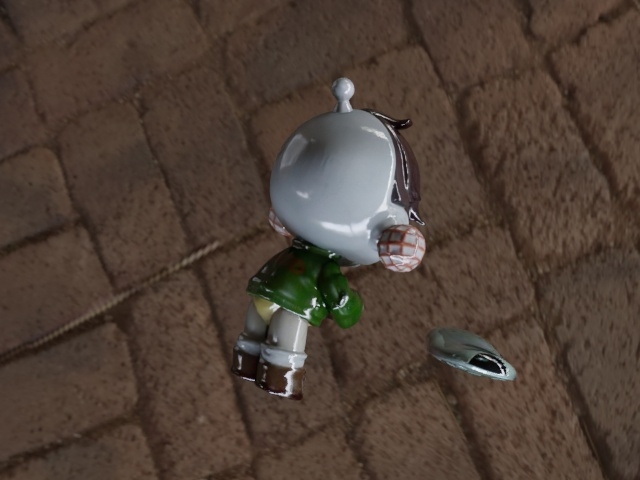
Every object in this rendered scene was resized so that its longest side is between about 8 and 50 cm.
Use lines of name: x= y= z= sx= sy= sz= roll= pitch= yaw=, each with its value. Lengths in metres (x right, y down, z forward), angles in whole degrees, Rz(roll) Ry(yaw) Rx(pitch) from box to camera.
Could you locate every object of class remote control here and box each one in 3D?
remote control: x=0.180 y=0.136 z=1.325 sx=0.097 sy=0.256 sz=0.045 roll=17 pitch=91 yaw=-5

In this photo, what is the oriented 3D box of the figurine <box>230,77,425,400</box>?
figurine: x=0.000 y=0.000 z=1.297 sx=0.281 sy=0.167 sz=0.370 roll=19 pitch=86 yaw=53
